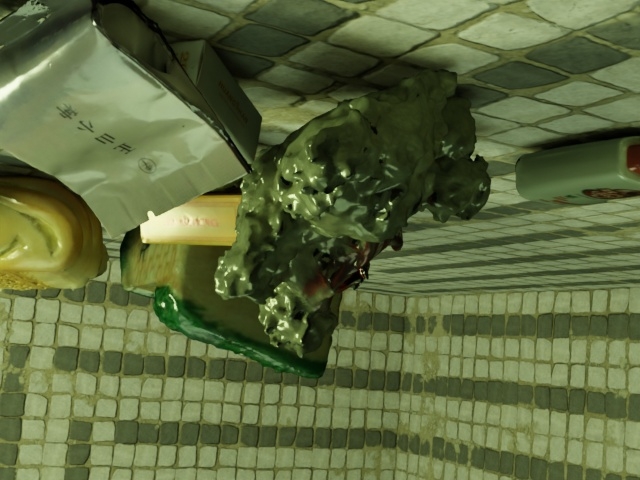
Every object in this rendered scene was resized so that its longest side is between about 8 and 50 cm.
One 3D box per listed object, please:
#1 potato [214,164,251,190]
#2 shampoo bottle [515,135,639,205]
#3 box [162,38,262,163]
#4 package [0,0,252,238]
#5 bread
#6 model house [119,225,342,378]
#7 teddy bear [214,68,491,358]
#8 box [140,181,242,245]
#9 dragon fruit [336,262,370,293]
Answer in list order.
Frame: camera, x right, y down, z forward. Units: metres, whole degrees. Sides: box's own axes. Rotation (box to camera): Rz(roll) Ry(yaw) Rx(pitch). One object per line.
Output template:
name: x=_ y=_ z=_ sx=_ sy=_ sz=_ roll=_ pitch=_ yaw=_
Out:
potato: x=-0.204 y=-0.111 z=1.191 sx=0.225 sy=0.090 sz=0.117 roll=3 pitch=172 yaw=6
shampoo bottle: x=0.389 y=-0.089 z=1.084 sx=0.153 sy=0.071 sz=0.284 roll=7 pitch=173 yaw=-32
box: x=-0.197 y=-0.137 z=0.933 sx=0.233 sy=0.067 sz=0.149 roll=-2 pitch=157 yaw=21
package: x=-0.212 y=-0.124 z=0.834 sx=0.203 sy=0.062 sz=0.251 roll=-19 pitch=128 yaw=31
bread: x=-0.587 y=-0.027 z=1.668 sx=0.315 sy=0.212 sz=0.270 roll=-5 pitch=163 yaw=9
model house: x=-0.190 y=0.076 z=1.750 sx=0.382 sy=0.335 sz=0.342 roll=21 pitch=163 yaw=-32
teddy bear: x=0.035 y=-0.042 z=0.944 sx=0.357 sy=0.224 sz=0.367 roll=-39 pitch=180 yaw=-4
box: x=-0.128 y=-0.054 z=1.326 sx=0.174 sy=0.076 sz=0.274 roll=3 pitch=-168 yaw=23
dragon fruit: x=0.000 y=0.000 z=1.533 sx=0.193 sy=0.274 sz=0.192 roll=32 pitch=-155 yaw=-17
